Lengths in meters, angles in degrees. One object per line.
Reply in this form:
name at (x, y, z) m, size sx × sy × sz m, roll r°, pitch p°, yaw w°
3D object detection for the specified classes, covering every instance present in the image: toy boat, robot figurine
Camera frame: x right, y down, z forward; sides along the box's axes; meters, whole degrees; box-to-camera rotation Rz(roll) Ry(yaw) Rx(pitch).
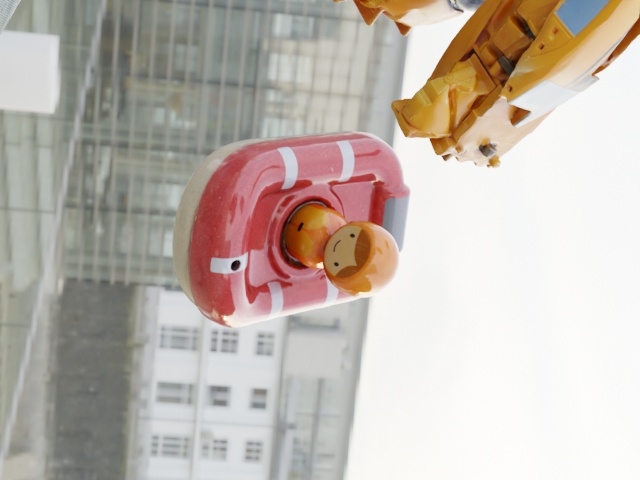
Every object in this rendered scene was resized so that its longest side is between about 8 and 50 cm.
toy boat at (0.000, 0.000, 0.920) m, size 0.151 × 0.231 × 0.151 m, roll 25°, pitch -63°, yaw 44°
robot figurine at (0.128, -0.181, 0.552) m, size 0.291 × 0.085 × 0.211 m, roll -49°, pitch -127°, yaw 34°

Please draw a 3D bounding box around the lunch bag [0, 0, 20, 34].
lunch bag at (-0.307, -0.219, 0.727) m, size 0.287 × 0.235 × 0.169 m, roll -53°, pitch -136°, yaw 3°
